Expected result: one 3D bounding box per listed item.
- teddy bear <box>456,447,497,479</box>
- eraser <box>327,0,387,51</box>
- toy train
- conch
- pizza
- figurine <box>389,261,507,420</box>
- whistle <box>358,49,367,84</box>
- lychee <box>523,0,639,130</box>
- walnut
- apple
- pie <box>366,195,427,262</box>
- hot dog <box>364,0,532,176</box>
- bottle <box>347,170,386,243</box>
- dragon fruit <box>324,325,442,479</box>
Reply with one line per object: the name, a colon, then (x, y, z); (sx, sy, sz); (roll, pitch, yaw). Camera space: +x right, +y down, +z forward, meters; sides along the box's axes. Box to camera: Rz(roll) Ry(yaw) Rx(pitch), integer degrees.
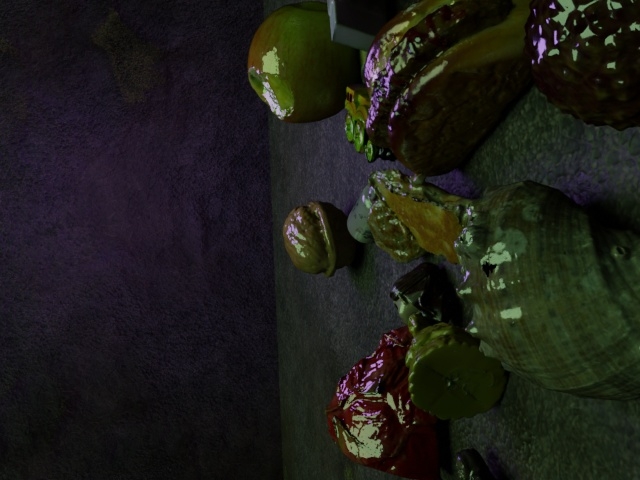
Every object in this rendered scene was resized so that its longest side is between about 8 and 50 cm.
teddy bear: (0.296, 0.450, 0.951); (0.119, 0.077, 0.161); (41, -150, -63)
eraser: (0.085, -0.689, 1.357); (0.082, 0.212, 0.398); (-16, 76, 53)
toy train: (0.137, -0.299, 1.358); (0.296, 0.100, 0.161); (-119, 28, -59)
conch: (0.291, 0.080, 0.697); (0.352, 0.209, 0.298); (-135, 31, -71)
pizza: (0.202, -0.058, 1.042); (0.297, 0.071, 0.189); (31, 154, 49)
figurine: (0.214, 0.176, 1.056); (0.315, 0.187, 0.168); (-108, 31, -62)
whistle: (0.123, -0.585, 1.458); (0.068, 0.057, 0.327); (145, 122, -72)
lychee: (0.318, -0.216, 0.494); (0.271, 0.235, 0.236); (22, 116, 46)
walnut: (0.000, 0.000, 1.679); (0.257, 0.224, 0.257); (170, 90, -75)
apple: (-0.041, -0.521, 1.553); (0.339, 0.339, 0.340); (178, 90, -75)
pie: (0.183, -0.031, 1.201); (0.163, 0.078, 0.193); (61, 149, 8)
hot dog: (0.197, -0.275, 0.931); (0.405, 0.222, 0.186); (119, 149, -61)
bottle: (0.146, -0.087, 1.348); (0.233, 0.109, 0.110); (117, 147, -62)
dragon fruit: (0.164, 0.365, 1.283); (0.240, 0.301, 0.331); (43, -125, -66)
